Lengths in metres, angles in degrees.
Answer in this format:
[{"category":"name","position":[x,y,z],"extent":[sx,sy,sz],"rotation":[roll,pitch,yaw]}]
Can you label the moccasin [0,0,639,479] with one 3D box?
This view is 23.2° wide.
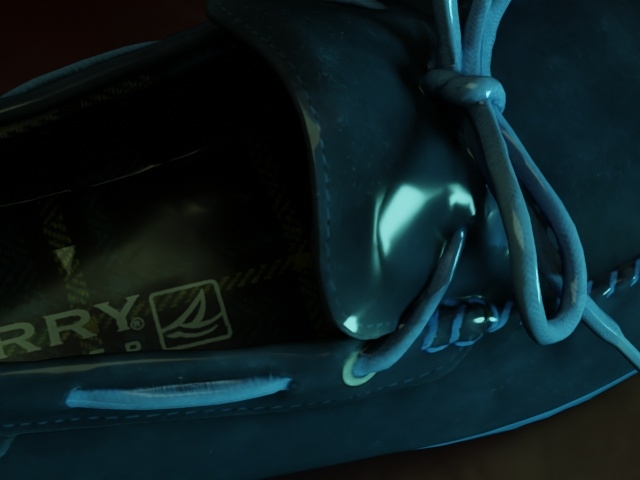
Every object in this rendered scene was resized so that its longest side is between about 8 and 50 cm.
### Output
[{"category":"moccasin","position":[0.000,0.000,0.393],"extent":[0.342,0.117,0.138],"rotation":[-24,68,-11]}]
